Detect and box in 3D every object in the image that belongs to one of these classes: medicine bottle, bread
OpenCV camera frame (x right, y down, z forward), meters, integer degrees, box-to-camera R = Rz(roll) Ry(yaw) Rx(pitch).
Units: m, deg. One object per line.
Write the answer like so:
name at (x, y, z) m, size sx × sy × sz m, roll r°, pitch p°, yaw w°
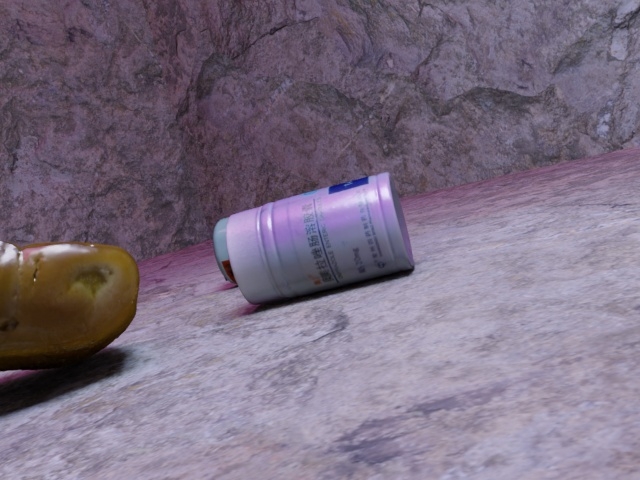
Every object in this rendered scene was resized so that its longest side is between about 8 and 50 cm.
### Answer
medicine bottle at (-0.090, 0.000, 1.534) m, size 0.226 × 0.139 × 0.139 m, roll -14°, pitch 5°, yaw 16°
medicine bottle at (0.000, 0.000, 1.162) m, size 0.254 × 0.152 × 0.152 m, roll -15°, pitch 5°, yaw 10°
bread at (-0.404, 0.101, 1.002) m, size 0.328 × 0.147 × 0.337 m, roll 3°, pitch -16°, yaw -23°
